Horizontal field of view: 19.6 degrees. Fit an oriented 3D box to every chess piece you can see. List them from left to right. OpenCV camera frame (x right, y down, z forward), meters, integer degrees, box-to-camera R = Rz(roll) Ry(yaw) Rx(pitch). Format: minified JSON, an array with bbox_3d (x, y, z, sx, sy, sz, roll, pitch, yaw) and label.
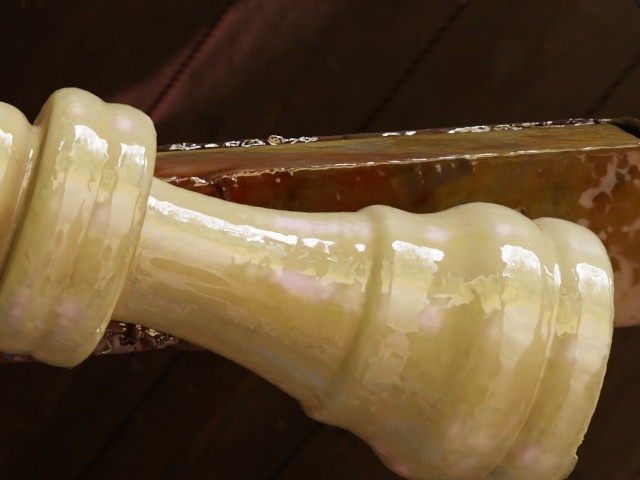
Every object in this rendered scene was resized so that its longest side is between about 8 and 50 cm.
[{"bbox_3d":[-0.095,-0.008,0.662,0.397,0.117,0.117,18,-61,-14],"label":"chess piece"}]

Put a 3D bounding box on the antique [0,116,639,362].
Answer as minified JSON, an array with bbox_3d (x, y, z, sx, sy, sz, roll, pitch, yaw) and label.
[{"bbox_3d":[0.000,0.000,0.840,0.310,0.093,0.087,-4,-79,-1],"label":"antique"}]

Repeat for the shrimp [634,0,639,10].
[{"bbox_3d":[0.177,-0.165,0.903,0.116,0.343,0.145,-37,-25,-7],"label":"shrimp"}]
